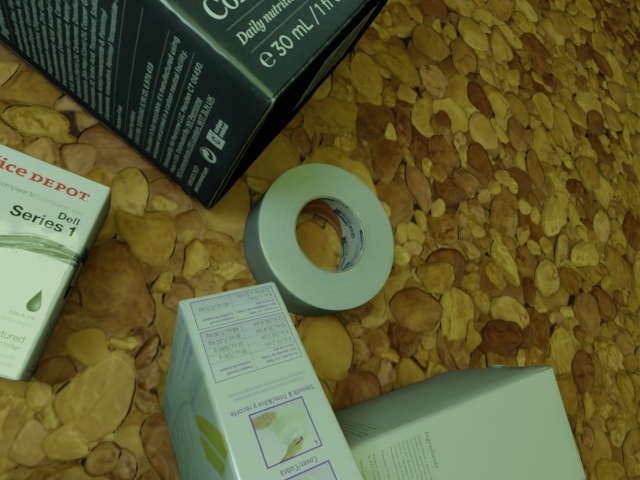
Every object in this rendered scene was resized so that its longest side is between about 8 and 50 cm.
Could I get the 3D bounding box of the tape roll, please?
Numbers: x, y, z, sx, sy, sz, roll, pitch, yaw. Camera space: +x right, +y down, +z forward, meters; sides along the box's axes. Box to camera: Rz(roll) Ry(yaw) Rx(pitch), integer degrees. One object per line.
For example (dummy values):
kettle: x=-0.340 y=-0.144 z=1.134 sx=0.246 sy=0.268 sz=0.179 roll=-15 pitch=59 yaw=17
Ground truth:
tape roll: x=0.000 y=0.000 z=0.673 sx=0.219 sy=0.072 sz=0.220 roll=10 pitch=69 yaw=-25

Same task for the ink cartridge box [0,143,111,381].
ink cartridge box: x=-0.342 y=0.017 z=0.474 sx=0.160 sy=0.092 sz=0.220 roll=22 pitch=65 yaw=-20

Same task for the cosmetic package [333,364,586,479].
cosmetic package: x=0.126 y=0.277 z=0.575 sx=0.365 sy=0.197 sz=0.155 roll=-7 pitch=77 yaw=-28

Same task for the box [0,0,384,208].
box: x=-0.163 y=-0.394 z=0.594 sx=0.471 sy=0.297 sz=0.480 roll=39 pitch=60 yaw=-9

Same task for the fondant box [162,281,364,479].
fondant box: x=-0.051 y=0.241 z=0.404 sx=0.096 sy=0.238 sz=0.330 roll=-10 pitch=54 yaw=-30
